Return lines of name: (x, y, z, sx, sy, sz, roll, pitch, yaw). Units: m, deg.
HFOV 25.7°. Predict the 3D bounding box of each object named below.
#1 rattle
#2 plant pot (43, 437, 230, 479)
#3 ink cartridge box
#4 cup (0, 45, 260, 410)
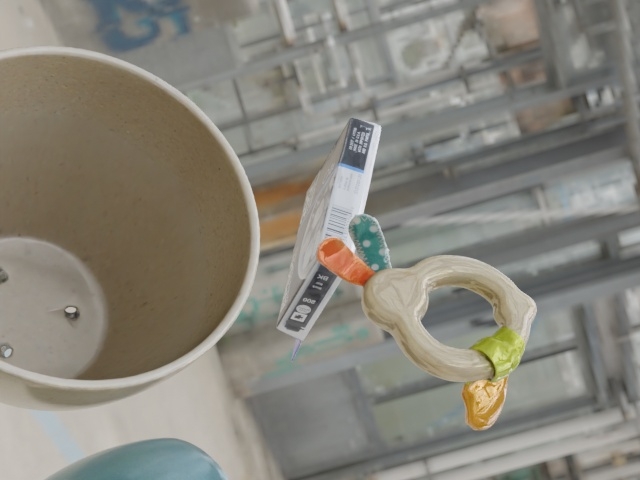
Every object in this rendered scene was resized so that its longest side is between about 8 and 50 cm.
rattle: (0.087, 0.074, 1.280, 0.143, 0.200, 0.130, 88, 22, -69)
plant pot: (-0.224, 0.342, 1.364, 0.195, 0.290, 0.290, 4, 64, -43)
ink cartridge box: (0.000, 0.000, 1.576, 0.208, 0.045, 0.206, 118, -12, -50)
cup: (-0.250, 0.023, 1.291, 0.237, 0.331, 0.331, 130, -49, -55)
